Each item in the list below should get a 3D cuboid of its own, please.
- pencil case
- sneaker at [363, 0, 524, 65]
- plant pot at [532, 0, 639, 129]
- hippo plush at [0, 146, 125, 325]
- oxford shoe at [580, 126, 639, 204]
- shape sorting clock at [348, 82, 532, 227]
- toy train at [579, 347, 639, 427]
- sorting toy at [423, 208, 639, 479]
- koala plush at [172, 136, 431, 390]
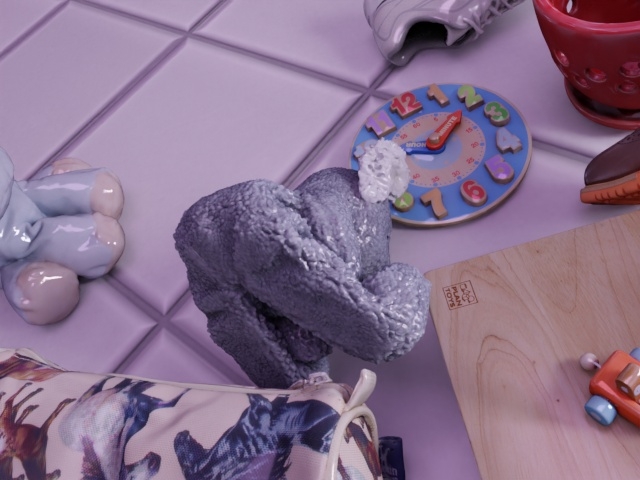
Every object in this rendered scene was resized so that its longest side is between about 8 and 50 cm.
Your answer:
[{"bbox_3d":[-0.145,0.183,0.492,0.411,0.160,0.183,1,66,22],"label":"pencil case"},{"bbox_3d":[0.203,-0.314,0.769,0.292,0.110,0.118,-17,59,19],"label":"sneaker"},{"bbox_3d":[0.324,-0.216,0.584,0.191,0.174,0.191,-18,53,24],"label":"plant pot"},{"bbox_3d":[-0.400,-0.059,0.717,0.295,0.236,0.234,12,61,27],"label":"hippo plush"},{"bbox_3d":[0.343,-0.126,0.442,0.130,0.364,0.132,-3,73,-28],"label":"oxford shoe"},{"bbox_3d":[0.132,-0.105,0.675,0.206,0.040,0.206,-10,53,14],"label":"shape sorting clock"},{"bbox_3d":[0.259,0.073,0.379,0.166,0.046,0.125,-40,52,-10],"label":"toy train"},{"bbox_3d":[0.236,0.115,0.446,0.256,0.089,0.257,-17,51,8],"label":"sorting toy"},{"bbox_3d":[0.000,0.000,0.553,0.196,0.203,0.221,-43,5,43],"label":"koala plush"}]
